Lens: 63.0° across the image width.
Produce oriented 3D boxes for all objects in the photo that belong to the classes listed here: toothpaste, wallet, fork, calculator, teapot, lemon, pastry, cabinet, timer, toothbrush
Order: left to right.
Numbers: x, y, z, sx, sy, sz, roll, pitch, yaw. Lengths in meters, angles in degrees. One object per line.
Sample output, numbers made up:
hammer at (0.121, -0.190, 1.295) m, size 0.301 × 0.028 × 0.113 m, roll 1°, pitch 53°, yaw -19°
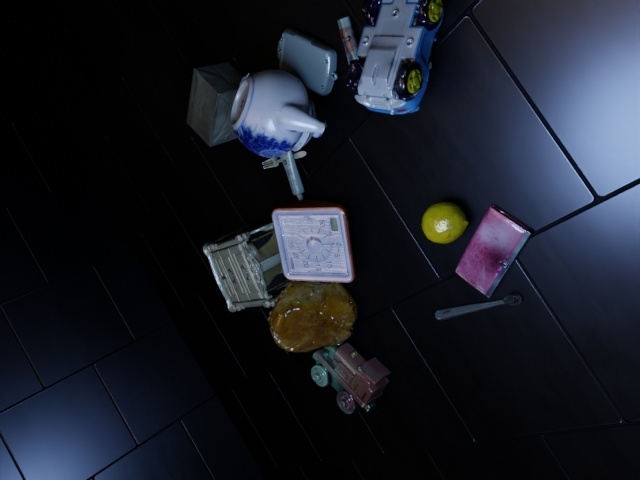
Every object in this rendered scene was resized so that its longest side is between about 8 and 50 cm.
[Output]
cabinet at (-0.234, 0.091, 1.962) m, size 0.318 × 0.227 × 0.290 m, roll -13°, pitch 101°, yaw 51°
teapot at (-0.114, -0.363, 1.549) m, size 0.424 × 0.279 × 0.253 m, roll 33°, pitch 107°, yaw 61°
fork at (-0.123, -0.280, 1.784) m, size 0.219 × 0.028 × 0.034 m, roll -8°, pitch 98°, yaw 46°
toothpaste at (-0.097, -0.234, 1.747) m, size 0.064 × 0.041 × 0.218 m, roll 3°, pitch 121°, yaw 42°
calculator at (-0.041, -0.520, 1.523) m, size 0.246 × 0.045 × 0.141 m, roll 36°, pitch 135°, yaw 30°
pastry at (-0.031, 0.252, 1.803) m, size 0.162 × 0.310 × 0.255 m, roll -125°, pitch 36°, yaw -61°
timer at (0.000, 0.000, 1.704) m, size 0.249 × 0.161 × 0.258 m, roll 8°, pitch 117°, yaw 38°
toothpaste at (0.091, -0.490, 1.403) m, size 0.056 × 0.036 × 0.205 m, roll 1°, pitch 116°, yaw 47°
lemon at (0.317, -0.045, 1.348) m, size 0.133 × 0.109 × 0.109 m, roll -6°, pitch 107°, yaw 43°
toothbrush at (0.420, 0.184, 1.432) m, size 0.297 × 0.030 × 0.030 m, roll -27°, pitch 64°, yaw 54°
wallet at (0.433, 0.030, 1.327) m, size 0.119 × 0.025 × 0.232 m, roll 41°, pitch 136°, yaw 26°

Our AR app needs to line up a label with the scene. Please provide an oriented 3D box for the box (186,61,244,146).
box at (-0.359, -0.475, 1.827) m, size 0.149 × 0.155 × 0.231 m, roll 46°, pitch 138°, yaw 20°

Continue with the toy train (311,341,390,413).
toy train at (0.100, 0.474, 1.891) m, size 0.304 × 0.150 × 0.222 m, roll 41°, pitch 127°, yaw 27°

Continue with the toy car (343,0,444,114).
toy car at (0.190, -0.449, 1.220) m, size 0.198 × 0.165 × 0.315 m, roll 19°, pitch 96°, yaw 39°
